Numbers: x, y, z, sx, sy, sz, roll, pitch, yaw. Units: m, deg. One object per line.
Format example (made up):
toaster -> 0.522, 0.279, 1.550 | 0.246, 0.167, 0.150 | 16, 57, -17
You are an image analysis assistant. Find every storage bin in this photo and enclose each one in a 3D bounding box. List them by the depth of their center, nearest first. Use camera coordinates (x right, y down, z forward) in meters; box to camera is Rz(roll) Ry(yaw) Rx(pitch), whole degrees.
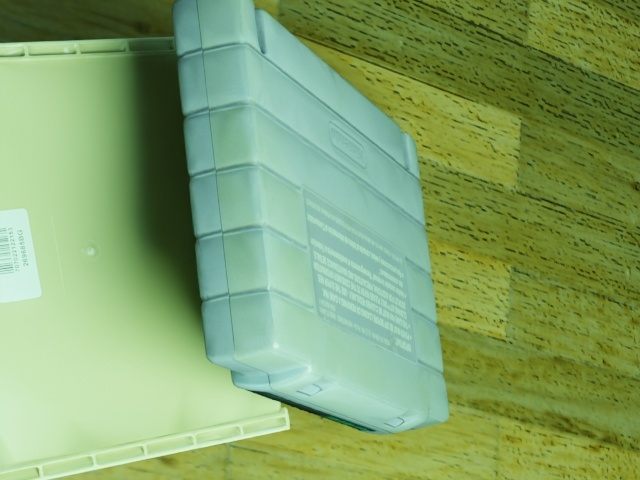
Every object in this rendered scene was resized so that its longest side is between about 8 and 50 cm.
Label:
storage bin -> -0.171, 0.016, 1.162 | 0.260, 0.123, 0.262 | -7, 86, -38

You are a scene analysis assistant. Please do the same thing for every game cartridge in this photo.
game cartridge -> 0.000, 0.000, 1.220 | 0.355, 0.068, 0.230 | 32, 54, -67
